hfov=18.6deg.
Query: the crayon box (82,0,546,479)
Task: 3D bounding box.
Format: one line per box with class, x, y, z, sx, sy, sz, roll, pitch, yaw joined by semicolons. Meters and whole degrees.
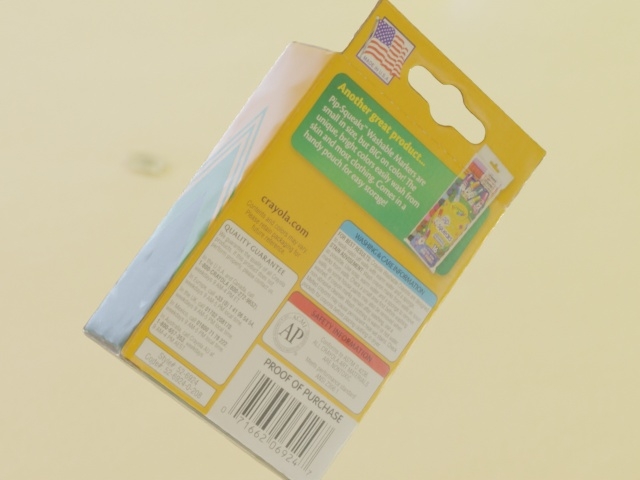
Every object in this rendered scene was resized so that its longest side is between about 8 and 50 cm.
crayon box;0.000;0.000;1.467;0.203;0.323;0.083;40;171;-30
